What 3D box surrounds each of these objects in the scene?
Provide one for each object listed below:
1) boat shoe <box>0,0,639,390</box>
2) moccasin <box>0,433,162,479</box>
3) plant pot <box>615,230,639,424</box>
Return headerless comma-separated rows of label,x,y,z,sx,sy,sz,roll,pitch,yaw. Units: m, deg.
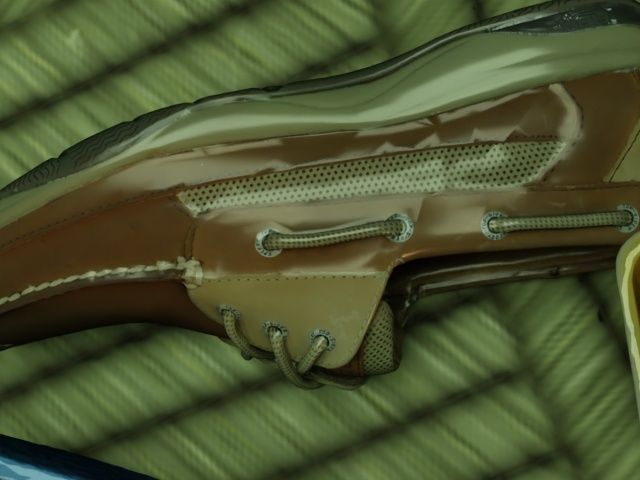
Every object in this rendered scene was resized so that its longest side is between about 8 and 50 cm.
boat shoe,0.000,0.000,0.756,0.324,0.122,0.120,-17,79,9
moccasin,-0.085,0.155,0.733,0.342,0.138,0.117,17,87,16
plant pot,0.228,0.102,0.650,0.212,0.187,0.212,-9,77,10
